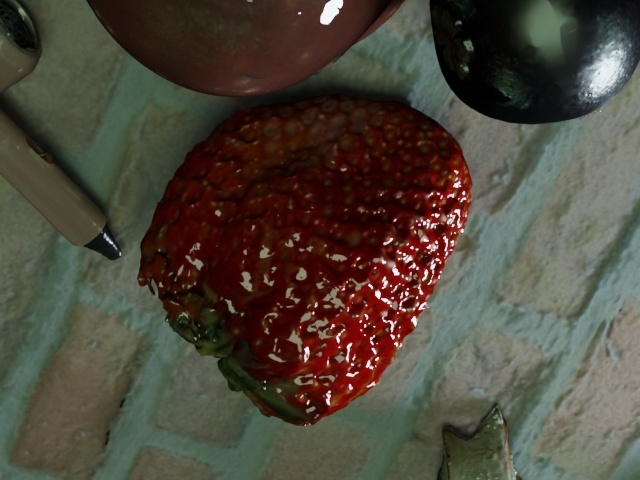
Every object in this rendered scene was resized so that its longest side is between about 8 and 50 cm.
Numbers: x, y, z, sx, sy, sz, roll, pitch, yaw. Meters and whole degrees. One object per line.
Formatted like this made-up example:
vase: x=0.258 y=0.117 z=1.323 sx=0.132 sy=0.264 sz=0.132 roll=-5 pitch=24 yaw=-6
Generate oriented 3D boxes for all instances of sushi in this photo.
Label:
sushi: x=0.191 y=0.334 z=1.894 sx=0.134 sy=0.109 sz=0.273 roll=9 pitch=121 yaw=-3

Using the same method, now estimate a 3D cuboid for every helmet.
helmet: x=-0.099 y=-0.274 z=1.450 sx=0.385 sy=0.230 sz=0.337 roll=38 pitch=126 yaw=-15

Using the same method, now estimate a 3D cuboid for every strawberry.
strawberry: x=0.000 y=0.000 z=1.632 sx=0.351 sy=0.267 sz=0.312 roll=-40 pitch=108 yaw=-3

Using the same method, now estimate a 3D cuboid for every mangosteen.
mangosteen: x=0.218 y=-0.228 z=1.498 sx=0.243 sy=0.243 sz=0.243 roll=1 pitch=122 yaw=2

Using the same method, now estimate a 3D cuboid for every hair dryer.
hair dryer: x=-0.311 y=-0.100 z=1.680 sx=0.189 sy=0.106 sz=0.344 roll=-31 pitch=124 yaw=18

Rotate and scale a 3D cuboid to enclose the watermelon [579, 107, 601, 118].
watermelon: x=0.255 y=-0.167 z=1.608 sx=0.085 sy=0.072 sz=0.092 roll=10 pitch=119 yaw=-23
